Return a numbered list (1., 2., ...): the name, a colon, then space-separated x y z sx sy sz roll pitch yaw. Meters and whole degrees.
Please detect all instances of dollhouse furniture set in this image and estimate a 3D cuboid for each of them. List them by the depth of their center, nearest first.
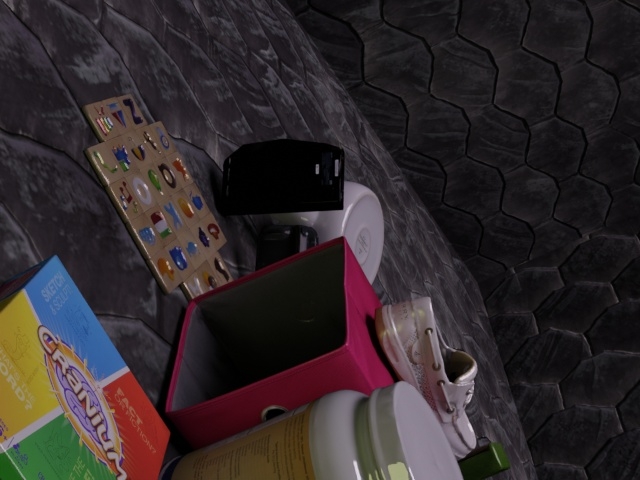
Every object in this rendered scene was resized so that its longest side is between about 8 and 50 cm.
1. dollhouse furniture set: 0.215 0.315 1.539 0.198 0.151 0.301 66 12 19

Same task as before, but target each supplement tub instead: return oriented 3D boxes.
1. supplement tub: -0.013 0.302 1.018 0.228 0.316 0.228 55 19 -30

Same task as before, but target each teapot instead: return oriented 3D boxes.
1. teapot: 0.000 0.000 1.771 0.252 0.187 0.256 -39 130 -55

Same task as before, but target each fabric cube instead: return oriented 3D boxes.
1. fabric cube: -0.023 0.200 1.240 0.259 0.254 0.258 -88 153 -59

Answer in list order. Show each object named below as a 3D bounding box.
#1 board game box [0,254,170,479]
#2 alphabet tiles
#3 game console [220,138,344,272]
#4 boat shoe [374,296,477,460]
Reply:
1. board game box: -0.244 0.167 0.846 0.242 0.064 0.316 61 6 -14
2. alphabet tiles: -0.239 -0.060 1.398 0.343 0.011 0.285 62 16 -9
3. game console: -0.069 -0.007 1.566 0.044 0.213 0.362 63 27 -65
4. boat shoe: 0.166 0.189 1.237 0.098 0.096 0.277 -92 156 -55
